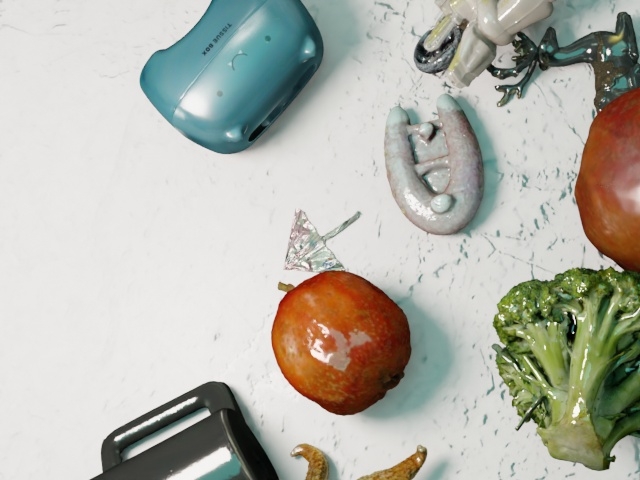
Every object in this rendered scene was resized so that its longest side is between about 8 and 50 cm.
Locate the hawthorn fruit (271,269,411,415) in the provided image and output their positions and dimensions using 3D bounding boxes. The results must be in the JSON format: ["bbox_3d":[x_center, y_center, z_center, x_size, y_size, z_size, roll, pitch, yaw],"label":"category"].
[{"bbox_3d":[0.016,0.140,1.904,0.253,0.205,0.205,39,89,22],"label":"hawthorn fruit"}]

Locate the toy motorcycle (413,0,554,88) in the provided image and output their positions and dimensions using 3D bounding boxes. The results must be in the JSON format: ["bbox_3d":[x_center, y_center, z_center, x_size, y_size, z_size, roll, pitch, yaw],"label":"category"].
[{"bbox_3d":[0.288,-0.386,1.955,0.341,0.108,0.223,-53,36,-3],"label":"toy motorcycle"}]

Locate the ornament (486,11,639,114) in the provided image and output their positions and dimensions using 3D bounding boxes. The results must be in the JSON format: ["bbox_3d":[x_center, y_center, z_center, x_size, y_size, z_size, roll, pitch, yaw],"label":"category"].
[{"bbox_3d":[0.380,-0.245,1.957,0.236,0.080,0.202,-7,73,9],"label":"ornament"}]

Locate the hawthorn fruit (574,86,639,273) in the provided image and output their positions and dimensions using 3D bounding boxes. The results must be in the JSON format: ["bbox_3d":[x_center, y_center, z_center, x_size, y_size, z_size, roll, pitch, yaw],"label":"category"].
[{"bbox_3d":[0.526,-0.072,1.772,0.324,0.308,0.308,29,86,31],"label":"hawthorn fruit"}]

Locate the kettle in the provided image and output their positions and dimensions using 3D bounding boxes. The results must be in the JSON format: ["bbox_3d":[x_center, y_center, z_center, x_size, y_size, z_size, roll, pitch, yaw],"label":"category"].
[{"bbox_3d":[-0.229,0.394,1.928,0.308,0.262,0.203,-32,106,3],"label":"kettle"}]

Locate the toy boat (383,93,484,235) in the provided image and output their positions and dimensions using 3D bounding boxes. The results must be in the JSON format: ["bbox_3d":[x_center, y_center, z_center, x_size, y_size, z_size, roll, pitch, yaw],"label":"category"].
[{"bbox_3d":[0.178,-0.119,1.971,0.155,0.085,0.227,-12,77,9],"label":"toy boat"}]

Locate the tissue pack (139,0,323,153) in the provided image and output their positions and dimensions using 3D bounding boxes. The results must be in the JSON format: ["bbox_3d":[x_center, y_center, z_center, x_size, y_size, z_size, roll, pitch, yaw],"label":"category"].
[{"bbox_3d":[-0.127,-0.277,2.009,0.206,0.198,0.287,42,89,17],"label":"tissue pack"}]

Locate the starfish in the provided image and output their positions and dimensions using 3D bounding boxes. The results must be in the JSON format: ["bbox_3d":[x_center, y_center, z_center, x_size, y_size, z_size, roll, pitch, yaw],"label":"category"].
[{"bbox_3d":[0.036,0.444,1.841,0.327,0.094,0.375,-34,48,14],"label":"starfish"}]

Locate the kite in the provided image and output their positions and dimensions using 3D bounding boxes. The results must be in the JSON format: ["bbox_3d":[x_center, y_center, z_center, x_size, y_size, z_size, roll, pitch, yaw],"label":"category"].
[{"bbox_3d":[0.000,0.000,2.027,0.156,0.011,0.139,-35,76,4],"label":"kite"}]

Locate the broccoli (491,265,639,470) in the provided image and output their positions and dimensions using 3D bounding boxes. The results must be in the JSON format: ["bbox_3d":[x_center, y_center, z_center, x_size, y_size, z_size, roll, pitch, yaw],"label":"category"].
[{"bbox_3d":[0.371,0.180,1.761,0.304,0.321,0.283,-13,34,33],"label":"broccoli"}]
